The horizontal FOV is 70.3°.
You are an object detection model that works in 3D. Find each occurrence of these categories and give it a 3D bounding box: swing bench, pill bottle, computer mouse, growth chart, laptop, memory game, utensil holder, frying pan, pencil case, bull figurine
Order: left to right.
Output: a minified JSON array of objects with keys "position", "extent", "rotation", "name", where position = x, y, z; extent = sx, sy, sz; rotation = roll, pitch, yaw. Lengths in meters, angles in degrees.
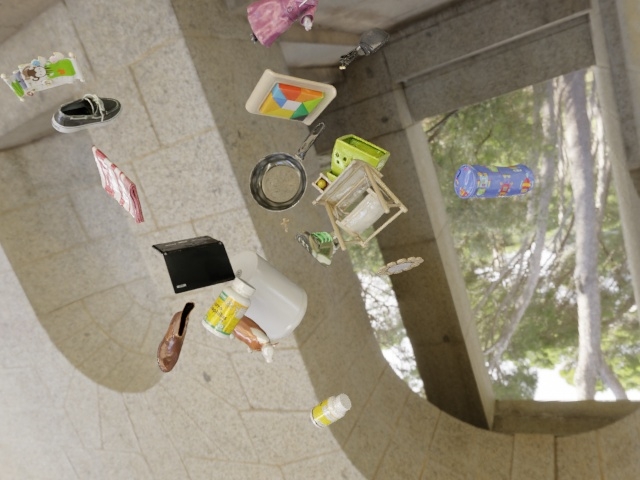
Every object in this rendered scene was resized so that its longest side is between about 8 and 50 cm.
[{"position":[-0.884,-0.529,1.458],"extent":[0.237,0.021,0.172],"rotation":[-22,172,-10],"name":"growth chart"},{"position":[-0.488,0.082,1.737],"extent":[0.234,0.136,0.264],"rotation":[-12,-164,-32],"name":"laptop"},{"position":[-0.331,0.243,1.670],"extent":[0.208,0.118,0.117],"rotation":[-55,-163,-3],"name":"pill bottle"},{"position":[-0.305,0.408,1.955],"extent":[0.101,0.310,0.188],"rotation":[-40,166,-31],"name":"bull figurine"},{"position":[-0.307,0.275,2.332],"extent":[0.328,0.385,0.327],"rotation":[-26,-140,24],"name":"utensil holder"},{"position":[-0.117,-0.251,1.488],"extent":[0.197,0.326,0.053],"rotation":[17,177,13],"name":"frying pan"},{"position":[0.031,0.487,1.306],"extent":[0.116,0.065,0.065],"rotation":[-40,-178,27],"name":"pill bottle"},{"position":[0.147,-0.137,1.764],"extent":[0.253,0.254,0.165],"rotation":[-43,158,31],"name":"swing bench"},{"position":[0.132,-0.664,1.567],"extent":[0.184,0.060,0.262],"rotation":[-39,-158,11],"name":"computer mouse"},{"position":[0.302,0.099,1.739],"extent":[0.186,0.012,0.186],"rotation":[-13,162,-4],"name":"memory game"},{"position":[0.632,-0.222,1.663],"extent":[0.306,0.119,0.133],"rotation":[-5,-136,-24],"name":"pencil case"}]

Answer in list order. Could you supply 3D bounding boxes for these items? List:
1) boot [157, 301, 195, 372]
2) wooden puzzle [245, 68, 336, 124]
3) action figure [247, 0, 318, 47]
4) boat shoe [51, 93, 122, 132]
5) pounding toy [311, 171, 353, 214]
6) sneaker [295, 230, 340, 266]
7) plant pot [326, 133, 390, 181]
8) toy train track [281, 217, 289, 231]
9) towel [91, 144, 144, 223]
[{"position":[-0.579,0.400,1.850],"extent":[0.280,0.096,0.264],"rotation":[-33,-145,59],"name":"boot"},{"position":[-0.099,-0.451,1.477],"extent":[0.239,0.044,0.221],"rotation":[7,161,-26],"name":"wooden puzzle"},{"position":[-0.114,-0.935,1.852],"extent":[0.370,0.248,0.276],"rotation":[-19,-169,24],"name":"action figure"},{"position":[-0.884,-0.510,1.753],"extent":[0.105,0.113,0.306],"rotation":[-38,180,38],"name":"boat shoe"},{"position":[0.061,-0.193,2.230],"extent":[0.155,0.269,0.154],"rotation":[-48,180,23],"name":"pounding toy"},{"position":[0.000,0.000,2.411],"extent":[0.182,0.158,0.410],"rotation":[-47,158,-1],"name":"sneaker"},{"position":[0.172,-0.359,2.171],"extent":[0.228,0.207,0.227],"rotation":[28,-154,12],"name":"plant pot"},{"position":[-0.172,-0.077,2.208],"extent":[0.048,0.083,0.014],"rotation":[-30,-133,-22],"name":"toy train track"},{"position":[-0.896,-0.245,2.001],"extent":[0.329,0.237,0.037],"rotation":[39,-126,24],"name":"towel"}]
